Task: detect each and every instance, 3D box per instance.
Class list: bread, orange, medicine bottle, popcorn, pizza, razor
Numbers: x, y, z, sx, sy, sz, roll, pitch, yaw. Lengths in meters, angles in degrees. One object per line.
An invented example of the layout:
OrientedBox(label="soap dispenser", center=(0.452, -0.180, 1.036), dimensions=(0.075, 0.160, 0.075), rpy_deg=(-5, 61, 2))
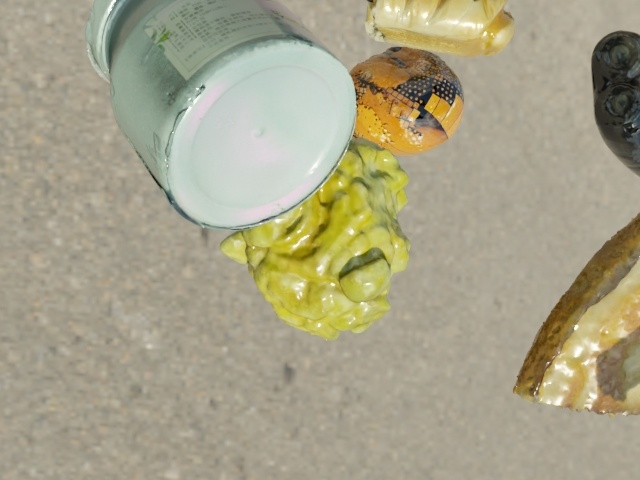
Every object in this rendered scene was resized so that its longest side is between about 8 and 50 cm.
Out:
OrientedBox(label="bread", center=(0.116, -0.241, 1.399), dimensions=(0.119, 0.177, 0.084), rpy_deg=(136, -33, -82))
OrientedBox(label="orange", center=(0.153, -0.254, 2.503), dimensions=(0.234, 0.234, 0.182), rpy_deg=(-43, 140, -53))
OrientedBox(label="medicine bottle", center=(-0.131, -0.187, 1.557), dimensions=(0.245, 0.290, 0.245), rpy_deg=(-20, 134, -22))
OrientedBox(label="popcorn", center=(0.000, 0.000, 1.795), dimensions=(0.235, 0.241, 0.250), rpy_deg=(22, 51, -40))
OrientedBox(label="pizza", center=(0.475, 0.126, 1.721), dimensions=(0.440, 0.130, 0.406), rpy_deg=(-41, 120, 1))
OrientedBox(label="razor", center=(0.554, -0.202, 2.275), dimensions=(0.349, 0.113, 0.204), rpy_deg=(32, 55, -52))
